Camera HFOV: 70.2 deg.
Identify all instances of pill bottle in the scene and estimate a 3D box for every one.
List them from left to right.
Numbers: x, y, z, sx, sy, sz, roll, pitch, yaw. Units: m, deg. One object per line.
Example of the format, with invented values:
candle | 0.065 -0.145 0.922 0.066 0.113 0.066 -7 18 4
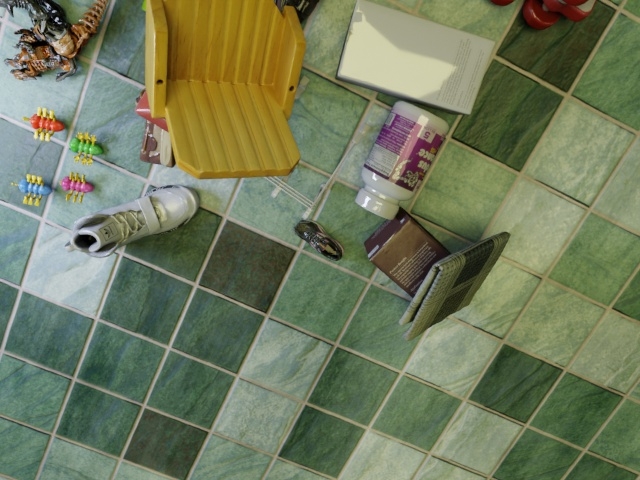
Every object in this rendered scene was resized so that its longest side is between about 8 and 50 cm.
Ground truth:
pill bottle | 0.217 -0.217 1.272 0.169 0.169 0.301 24 105 -7

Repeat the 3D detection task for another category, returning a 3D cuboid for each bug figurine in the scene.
bug figurine | -0.756 -0.229 1.314 0.216 0.072 0.278 16 101 -11

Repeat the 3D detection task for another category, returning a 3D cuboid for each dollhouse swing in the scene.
dollhouse swing | -0.193 -0.355 1.034 0.347 0.305 0.315 -6 136 -27

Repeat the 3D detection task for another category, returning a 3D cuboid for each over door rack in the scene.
over door rack | -0.046 -0.255 1.304 0.240 0.108 0.324 35 89 -10

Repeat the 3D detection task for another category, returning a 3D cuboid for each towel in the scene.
towel | 0.376 0.127 1.302 0.312 0.056 0.324 -21 142 -33

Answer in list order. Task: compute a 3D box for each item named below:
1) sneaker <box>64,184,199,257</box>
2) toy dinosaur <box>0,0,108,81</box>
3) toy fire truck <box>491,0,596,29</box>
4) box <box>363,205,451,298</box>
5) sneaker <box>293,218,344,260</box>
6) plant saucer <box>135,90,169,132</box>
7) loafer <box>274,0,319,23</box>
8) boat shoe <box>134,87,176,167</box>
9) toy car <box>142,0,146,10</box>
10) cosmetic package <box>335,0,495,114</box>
sneaker | -0.533 -0.048 1.295 0.366 0.210 0.137 -18 106 5
toy dinosaur | -0.706 -0.556 1.206 0.322 0.164 0.218 -37 119 -9
toy fire truck | 0.586 -0.711 1.148 0.302 0.169 0.253 27 86 -9
box | 0.263 0.037 1.347 0.203 0.167 0.168 41 102 -11
sneaker | 0.000 0.000 1.382 0.178 0.077 0.072 31 102 -8
plant saucer | -0.306 -0.376 1.207 0.259 0.048 0.258 29 97 -39
loafer | -0.025 -0.666 1.142 0.095 0.109 0.302 26 93 34
boat shoe | -0.450 -0.375 1.252 0.123 0.123 0.341 8 112 -4
toy car | -0.345 -0.637 1.192 0.189 0.149 0.155 13 112 -34
cosmetic package | 0.239 -0.475 1.205 0.366 0.155 0.196 16 105 -4
